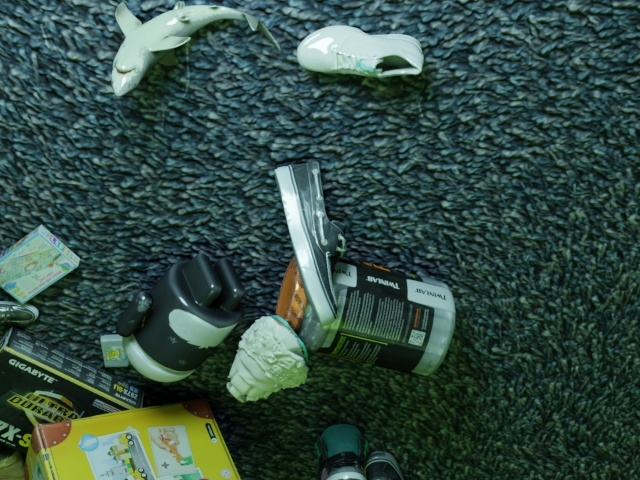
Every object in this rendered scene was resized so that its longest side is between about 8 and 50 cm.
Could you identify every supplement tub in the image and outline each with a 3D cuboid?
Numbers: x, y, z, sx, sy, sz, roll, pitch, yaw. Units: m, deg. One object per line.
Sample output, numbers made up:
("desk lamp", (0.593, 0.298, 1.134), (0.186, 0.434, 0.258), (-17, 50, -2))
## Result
("supplement tub", (0.083, 0.139, 1.759), (0.316, 0.193, 0.194), (14, 123, -13))

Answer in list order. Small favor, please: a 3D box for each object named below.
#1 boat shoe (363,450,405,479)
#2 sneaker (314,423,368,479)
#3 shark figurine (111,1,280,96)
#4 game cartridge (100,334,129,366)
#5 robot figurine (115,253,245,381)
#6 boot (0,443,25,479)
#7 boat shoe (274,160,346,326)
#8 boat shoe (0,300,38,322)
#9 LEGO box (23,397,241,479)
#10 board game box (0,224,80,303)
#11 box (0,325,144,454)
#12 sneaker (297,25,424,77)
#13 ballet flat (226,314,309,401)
("boat shoe", (0.191, 0.631, 2.162), (0.113, 0.105, 0.306), (-18, 124, 10))
("sneaker", (0.051, 0.488, 2.010), (0.123, 0.178, 0.295), (1, 154, -4))
("shark figurine", (-0.221, -0.327, 1.498), (0.278, 0.166, 0.116), (-23, 151, -8))
("game cartridge", (-0.427, 0.232, 1.909), (0.056, 0.017, 0.083), (-4, 125, -5))
("robot figurine", (-0.266, 0.149, 1.767), (0.209, 0.173, 0.278), (36, 117, -11))
("boot", (-0.755, 0.587, 2.100), (0.236, 0.089, 0.269), (-8, 126, 3))
("boat shoe", (0.000, 0.000, 1.627), (0.102, 0.301, 0.108), (-14, 161, -3))
("boat shoe", (-0.638, 0.146, 1.823), (0.142, 0.040, 0.049), (9, 124, -9))
("LEGO box", (-0.333, 0.583, 1.793), (0.372, 0.500, 0.193), (-4, 135, -31))
("board game box", (-0.559, 0.048, 1.767), (0.154, 0.026, 0.103), (-32, 120, 18))
("box", (-0.583, 0.351, 1.949), (0.322, 0.079, 0.257), (32, 119, -23))
("sneaker", (0.067, -0.302, 1.510), (0.212, 0.094, 0.080), (-1, 126, -2))
("ballet flat", (-0.113, 0.251, 1.739), (0.147, 0.147, 0.409), (5, 163, -6))
